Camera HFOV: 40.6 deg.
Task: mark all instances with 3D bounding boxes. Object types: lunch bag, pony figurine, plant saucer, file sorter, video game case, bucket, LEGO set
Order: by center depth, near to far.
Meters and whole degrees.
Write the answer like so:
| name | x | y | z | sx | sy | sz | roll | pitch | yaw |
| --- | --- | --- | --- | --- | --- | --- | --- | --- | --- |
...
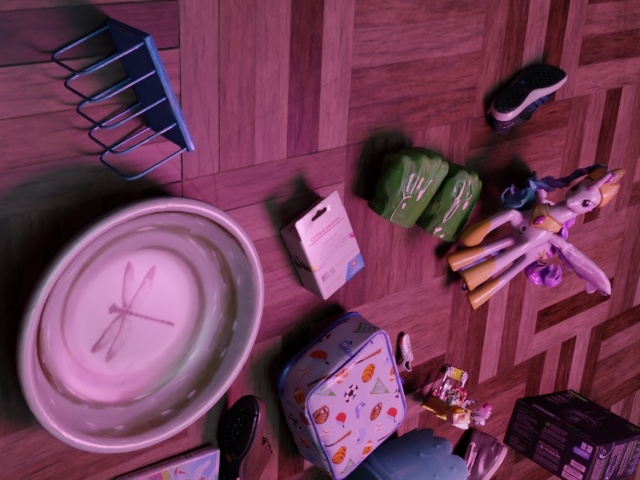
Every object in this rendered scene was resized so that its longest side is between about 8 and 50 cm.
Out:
| name | x | y | z | sx | sy | sz | roll | pitch | yaw |
| --- | --- | --- | --- | --- | --- | --- | --- | --- | --- |
| file sorter | -0.259 | -0.182 | 1.132 | 0.104 | 0.118 | 0.170 | -35 | 130 | -22 |
| plant saucer | -0.268 | 0.114 | 1.278 | 0.400 | 0.100 | 0.401 | -20 | 122 | -35 |
| video game case | -0.266 | 0.475 | 1.502 | 0.193 | 0.023 | 0.213 | -11 | 116 | -37 |
| lunch bag | 0.051 | 0.295 | 1.639 | 0.243 | 0.115 | 0.303 | -40 | 137 | -26 |
| pony figurine | 0.440 | -0.003 | 1.752 | 0.363 | 0.303 | 0.351 | -30 | 159 | 2 |
| bucket | 0.176 | 0.536 | 1.773 | 0.183 | 0.281 | 0.281 | -15 | 119 | -28 |
| LEGO set | 0.297 | 0.337 | 1.885 | 0.107 | 0.132 | 0.287 | -67 | 158 | -3 |

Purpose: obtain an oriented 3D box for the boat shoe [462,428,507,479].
| name | x | y | z | sx | sy | sz | roll | pitch | yaw |
| --- | --- | --- | --- | --- | --- | --- | --- | --- | --- |
| boat shoe | 0.320 | 0.607 | 2.080 | 0.335 | 0.095 | 0.112 | -55 | 172 | -3 |

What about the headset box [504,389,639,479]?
| name | x | y | z | sx | sy | sz | roll | pitch | yaw |
| --- | --- | --- | --- | --- | --- | --- | --- | --- | --- |
| headset box | 0.663 | 0.507 | 2.221 | 0.283 | 0.246 | 0.131 | 3 | 108 | -43 |

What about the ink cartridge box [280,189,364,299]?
| name | x | y | z | sx | sy | sz | roll | pitch | yaw |
| --- | --- | --- | --- | --- | --- | --- | --- | --- | --- |
| ink cartridge box | 0.000 | 0.000 | 1.498 | 0.104 | 0.061 | 0.181 | -40 | 132 | -22 |

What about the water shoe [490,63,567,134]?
| name | x | y | z | sx | sy | sz | roll | pitch | yaw |
| --- | --- | --- | --- | --- | --- | --- | --- | --- | --- |
| water shoe | 0.415 | -0.288 | 1.754 | 0.203 | 0.073 | 0.080 | -32 | 150 | -23 |

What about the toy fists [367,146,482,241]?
| name | x | y | z | sx | sy | sz | roll | pitch | yaw |
| --- | --- | --- | --- | --- | --- | --- | --- | --- | --- |
| toy fists | 0.202 | -0.095 | 1.620 | 0.279 | 0.096 | 0.142 | 17 | 110 | -47 |

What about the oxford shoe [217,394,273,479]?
| name | x | y | z | sx | sy | sz | roll | pitch | yaw |
| --- | --- | --- | --- | --- | --- | --- | --- | --- | --- |
| oxford shoe | -0.130 | 0.362 | 1.544 | 0.096 | 0.083 | 0.227 | -12 | 129 | -42 |

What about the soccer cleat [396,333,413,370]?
| name | x | y | z | sx | sy | sz | roll | pitch | yaw |
| --- | --- | --- | --- | --- | --- | --- | --- | --- | --- |
| soccer cleat | 0.179 | 0.233 | 1.793 | 0.029 | 0.035 | 0.083 | -14 | 119 | -38 |
